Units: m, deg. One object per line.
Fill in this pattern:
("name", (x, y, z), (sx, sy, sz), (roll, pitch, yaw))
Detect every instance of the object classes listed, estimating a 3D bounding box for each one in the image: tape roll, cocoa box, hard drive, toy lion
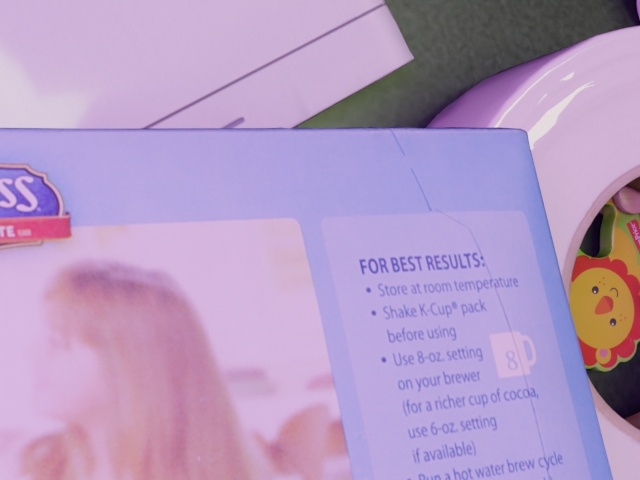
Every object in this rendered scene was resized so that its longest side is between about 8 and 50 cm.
("tape roll", (0.171, 0.033, 0.633), (0.286, 0.100, 0.286), (1, 87, -18))
("cocoa box", (-0.098, 0.102, 0.412), (0.347, 0.228, 0.231), (-3, 73, -29))
("hard drive", (-0.124, -0.193, 0.556), (0.233, 0.047, 0.353), (-32, 99, -27))
("toy lion", (0.164, 0.022, 0.700), (0.096, 0.034, 0.100), (-27, 97, -20))

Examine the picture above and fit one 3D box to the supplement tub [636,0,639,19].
("supplement tub", (0.254, -0.166, 0.743), (0.107, 0.071, 0.071), (-43, 105, -26))
